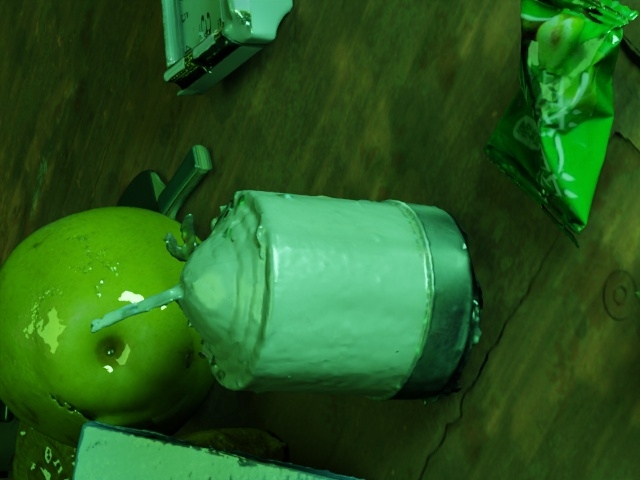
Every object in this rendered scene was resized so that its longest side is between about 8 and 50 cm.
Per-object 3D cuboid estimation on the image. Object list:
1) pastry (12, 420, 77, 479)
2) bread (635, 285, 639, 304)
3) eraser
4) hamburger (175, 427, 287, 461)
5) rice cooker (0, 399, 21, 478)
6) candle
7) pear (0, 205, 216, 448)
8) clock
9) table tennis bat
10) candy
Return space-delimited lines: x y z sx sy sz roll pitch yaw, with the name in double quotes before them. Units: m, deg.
"pastry" -0.273 0.291 2.039 0.235 0.132 0.240 17 111 49
"bread" 0.278 0.015 1.203 0.082 0.060 0.113 42 124 53
"eraser" -0.111 0.278 1.665 0.312 0.043 0.144 10 91 22
"hamburger" -0.163 0.292 1.809 0.283 0.157 0.144 -25 74 48
"rice cooker" -0.434 0.195 2.199 0.280 0.227 0.241 12 97 58
"candle" -0.032 0.049 1.466 0.187 0.330 0.187 -176 90 -66
"pear" -0.235 0.091 1.880 0.336 0.285 0.284 -62 -11 -69
"clock" -0.115 -0.304 1.855 0.186 0.083 0.253 -27 65 55
"table tennis bat" -0.205 -0.022 2.038 0.301 0.022 0.173 -50 47 47
"candy" 0.194 -0.115 1.342 0.141 0.078 0.203 -116 28 -55
